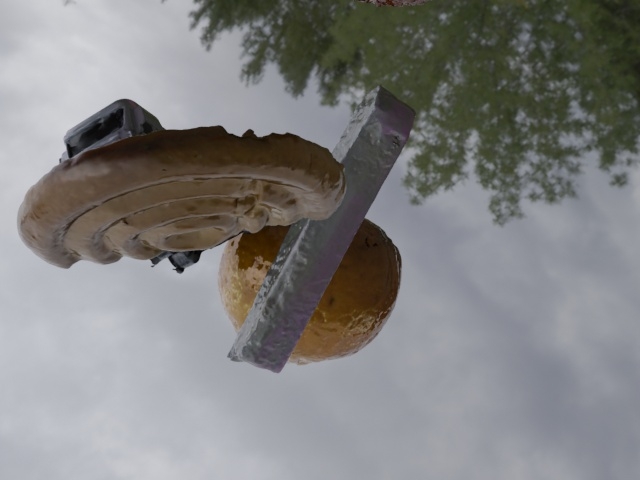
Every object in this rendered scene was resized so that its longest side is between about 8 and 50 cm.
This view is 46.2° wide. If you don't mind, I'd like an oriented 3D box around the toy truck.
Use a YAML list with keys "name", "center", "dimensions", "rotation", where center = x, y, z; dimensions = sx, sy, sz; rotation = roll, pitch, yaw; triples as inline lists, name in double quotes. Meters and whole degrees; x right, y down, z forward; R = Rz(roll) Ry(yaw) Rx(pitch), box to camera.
- name: "toy truck"
  center: [-0.238, -0.079, 1.169]
  dimensions: [0.363, 0.177, 0.177]
  rotation: [30, -145, -63]

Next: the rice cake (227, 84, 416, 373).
- name: "rice cake"
  center: [0.000, -0.001, 0.927]
  dimensions: [0.070, 0.399, 0.064]
  rotation: [24, -168, -20]

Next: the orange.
- name: "orange"
  center: [-0.023, 0.081, 1.386]
  dimensions: [0.341, 0.341, 0.293]
  rotation: [10, -89, -44]

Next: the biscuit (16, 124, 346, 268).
- name: "biscuit"
  center: [-0.089, -0.027, 0.487]
  dimensions: [0.224, 0.144, 0.033]
  rotation: [-11, -109, -6]

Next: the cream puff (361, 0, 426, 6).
- name: "cream puff"
  center: [0.060, -0.279, 0.539]
  dimensions: [0.240, 0.240, 0.164]
  rotation: [7, -150, -45]
